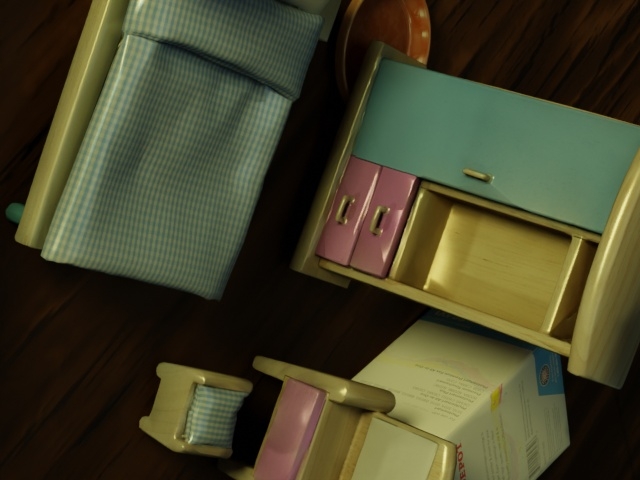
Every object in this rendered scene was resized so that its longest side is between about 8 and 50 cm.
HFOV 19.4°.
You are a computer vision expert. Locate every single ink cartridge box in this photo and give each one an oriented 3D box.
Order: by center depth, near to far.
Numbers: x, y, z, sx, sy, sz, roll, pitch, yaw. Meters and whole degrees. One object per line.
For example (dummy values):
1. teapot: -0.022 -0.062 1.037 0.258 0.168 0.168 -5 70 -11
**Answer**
1. ink cartridge box: 0.074 0.116 1.139 0.143 0.090 0.092 -37 130 -39

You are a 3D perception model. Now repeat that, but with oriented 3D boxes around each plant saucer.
1. plant saucer: 0.034 -0.110 1.068 0.083 0.013 0.083 -23 121 -46

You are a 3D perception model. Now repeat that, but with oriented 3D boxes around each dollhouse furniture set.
1. dollhouse furniture set: 0.000 0.000 0.898 0.303 0.198 0.286 20 89 -51
